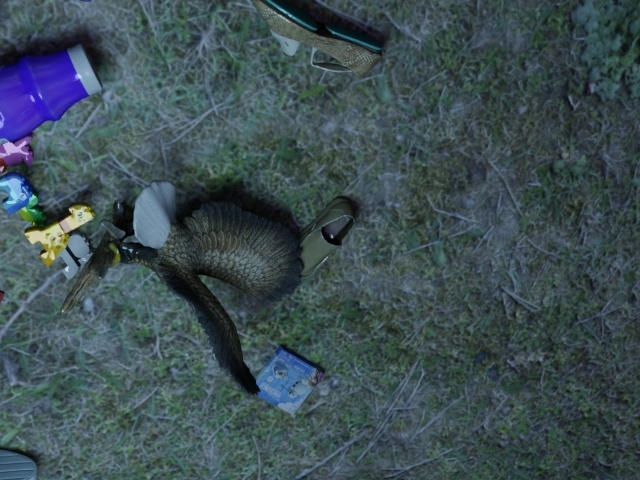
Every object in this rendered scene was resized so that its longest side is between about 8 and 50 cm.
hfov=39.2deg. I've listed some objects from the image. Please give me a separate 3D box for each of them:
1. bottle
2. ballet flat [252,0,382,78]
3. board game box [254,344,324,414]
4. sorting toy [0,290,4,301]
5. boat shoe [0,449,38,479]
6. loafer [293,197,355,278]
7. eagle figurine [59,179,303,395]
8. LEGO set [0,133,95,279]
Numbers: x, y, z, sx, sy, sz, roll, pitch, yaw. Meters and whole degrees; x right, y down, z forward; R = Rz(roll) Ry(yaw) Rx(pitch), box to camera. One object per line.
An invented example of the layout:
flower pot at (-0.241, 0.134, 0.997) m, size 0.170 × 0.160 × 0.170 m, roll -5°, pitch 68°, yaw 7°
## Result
bottle at (-0.423, -0.168, 1.152) m, size 0.283 × 0.118 × 0.092 m, roll -24°, pitch 114°, yaw -4°
ballet flat at (-0.012, -0.279, 1.253) m, size 0.206 × 0.073 × 0.067 m, roll 21°, pitch 118°, yaw -18°
board game box at (-0.055, 0.227, 1.461) m, size 0.090 × 0.020 × 0.090 m, roll 33°, pitch 100°, yaw -24°
sorting toy at (-0.582, 0.090, 1.249) m, size 0.275 × 0.046 × 0.132 m, roll 25°, pitch 102°, yaw -23°
boat shoe at (-0.541, 0.371, 1.360) m, size 0.226 × 0.083 × 0.075 m, roll 1°, pitch 122°, yaw -4°
loafer at (0.000, 0.000, 1.371) m, size 0.056 × 0.050 × 0.148 m, roll 32°, pitch 100°, yaw -24°
eagle figurine at (-0.170, 0.051, 1.265) m, size 0.298 × 0.225 × 0.226 m, roll 26°, pitch 100°, yaw -5°
LEGO set at (-0.368, -0.047, 1.233) m, size 0.093 × 0.087 × 0.227 m, roll -29°, pitch 116°, yaw -3°
